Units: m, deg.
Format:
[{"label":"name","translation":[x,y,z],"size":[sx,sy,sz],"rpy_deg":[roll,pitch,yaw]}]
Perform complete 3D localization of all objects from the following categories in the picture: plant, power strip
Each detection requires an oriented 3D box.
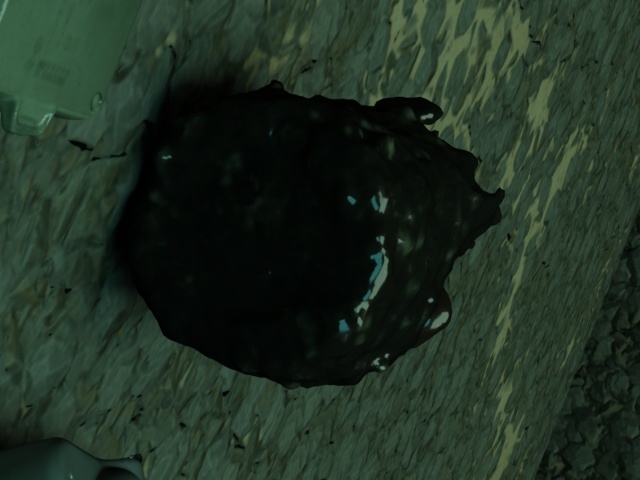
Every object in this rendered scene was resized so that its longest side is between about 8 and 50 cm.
[{"label":"plant","translation":[0.000,0.000,0.984],"size":[0.234,0.178,0.204],"rpy_deg":[11,99,-66]},{"label":"power strip","translation":[-0.097,-0.178,0.716],"size":[0.270,0.046,0.118],"rpy_deg":[-68,159,3]}]

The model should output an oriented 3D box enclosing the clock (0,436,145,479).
[{"label":"clock","translation":[-0.115,0.242,0.879],"size":[0.227,0.090,0.248],"rpy_deg":[58,16,-67]}]
